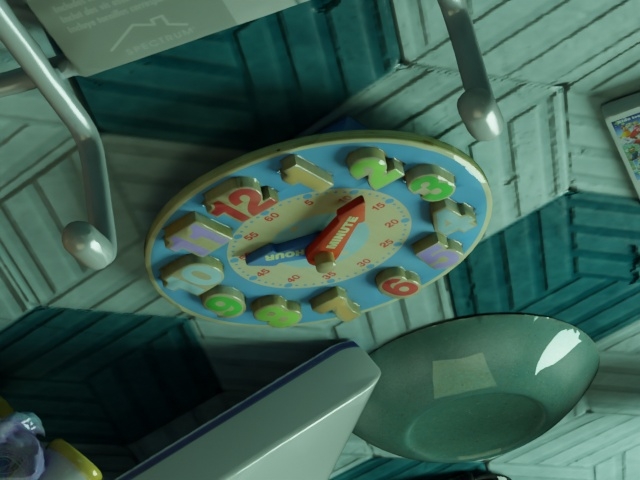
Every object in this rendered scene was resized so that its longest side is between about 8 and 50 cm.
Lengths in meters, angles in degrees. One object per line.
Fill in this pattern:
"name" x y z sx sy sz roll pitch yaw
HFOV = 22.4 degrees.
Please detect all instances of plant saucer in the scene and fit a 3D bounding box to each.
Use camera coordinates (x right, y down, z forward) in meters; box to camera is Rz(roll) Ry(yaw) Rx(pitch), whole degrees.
"plant saucer" 0.107 0.118 1.156 0.195 0.037 0.195 -6 146 -4

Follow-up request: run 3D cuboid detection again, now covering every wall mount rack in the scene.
"wall mount rack" -0.063 -0.120 0.667 0.350 0.130 0.304 -18 146 11

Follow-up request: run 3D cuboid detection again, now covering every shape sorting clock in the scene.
"shape sorting clock" 0.000 0.000 0.946 0.206 0.040 0.206 -7 147 -4

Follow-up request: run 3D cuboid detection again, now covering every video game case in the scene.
"video game case" 0.220 -0.057 0.944 0.087 0.011 0.122 -19 146 14

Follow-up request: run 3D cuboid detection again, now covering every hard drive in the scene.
"hard drive" -0.081 0.211 1.156 0.210 0.040 0.318 -30 157 -30

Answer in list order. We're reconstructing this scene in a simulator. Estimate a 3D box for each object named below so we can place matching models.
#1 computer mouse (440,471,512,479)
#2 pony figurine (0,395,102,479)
"computer mouse" 0.057 0.270 1.349 0.262 0.060 0.184 -14 147 6
"pony figurine" -0.292 0.253 0.982 0.363 0.303 0.351 -47 174 -17
